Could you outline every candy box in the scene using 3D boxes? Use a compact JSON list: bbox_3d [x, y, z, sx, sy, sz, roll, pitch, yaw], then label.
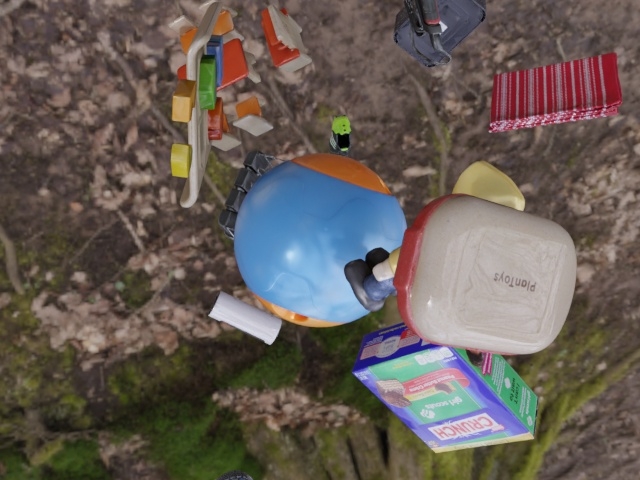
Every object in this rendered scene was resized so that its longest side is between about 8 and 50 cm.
[{"bbox_3d":[0.272,0.313,1.601,0.268,0.122,0.317,-25,119,41],"label":"candy box"}]

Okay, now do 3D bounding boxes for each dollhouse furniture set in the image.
[{"bbox_3d":[-0.162,-0.343,1.406,0.259,0.262,0.135,-22,167,21],"label":"dollhouse furniture set"}]

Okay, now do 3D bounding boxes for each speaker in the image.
[{"bbox_3d":[-0.145,0.147,1.416,0.136,0.055,0.055,27,147,-12],"label":"speaker"}]

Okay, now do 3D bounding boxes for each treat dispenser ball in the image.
[{"bbox_3d":[0.000,0.000,1.224,0.287,0.288,0.288,-11,159,-4],"label":"treat dispenser ball"}]

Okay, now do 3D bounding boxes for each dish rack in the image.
[{"bbox_3d":[-0.080,-0.076,1.583,0.271,0.208,0.074,19,172,26],"label":"dish rack"}]

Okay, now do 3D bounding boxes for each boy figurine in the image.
[{"bbox_3d":[0.140,0.002,0.945,0.177,0.092,0.285,-27,169,-37],"label":"boy figurine"}]

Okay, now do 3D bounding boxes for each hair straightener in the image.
[{"bbox_3d":[0.143,-0.361,1.063,0.047,0.231,0.089,-18,-179,-13],"label":"hair straightener"}]

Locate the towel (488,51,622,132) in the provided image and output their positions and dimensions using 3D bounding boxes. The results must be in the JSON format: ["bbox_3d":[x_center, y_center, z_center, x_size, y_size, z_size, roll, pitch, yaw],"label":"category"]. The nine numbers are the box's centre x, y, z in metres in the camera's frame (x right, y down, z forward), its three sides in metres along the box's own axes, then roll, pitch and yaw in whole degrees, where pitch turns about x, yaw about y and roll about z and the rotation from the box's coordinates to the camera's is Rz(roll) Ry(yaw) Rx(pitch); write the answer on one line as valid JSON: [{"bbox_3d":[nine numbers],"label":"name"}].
[{"bbox_3d":[0.506,-0.325,1.600,0.274,0.199,0.031,-6,136,25],"label":"towel"}]

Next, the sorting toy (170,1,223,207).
[{"bbox_3d":[-0.151,-0.163,0.954,0.041,0.307,0.229,6,119,-5],"label":"sorting toy"}]

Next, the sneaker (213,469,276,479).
[{"bbox_3d":[-0.182,0.589,1.630,0.129,0.111,0.297,-24,147,12],"label":"sneaker"}]

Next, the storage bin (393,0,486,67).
[{"bbox_3d":[0.252,-0.475,1.568,0.122,0.084,0.180,32,132,-21],"label":"storage bin"}]

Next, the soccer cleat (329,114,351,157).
[{"bbox_3d":[0.055,-0.256,1.941,0.060,0.072,0.179,-10,154,-3],"label":"soccer cleat"}]

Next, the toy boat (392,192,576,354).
[{"bbox_3d":[0.159,0.035,0.787,0.231,0.151,0.151,13,180,-33],"label":"toy boat"}]
